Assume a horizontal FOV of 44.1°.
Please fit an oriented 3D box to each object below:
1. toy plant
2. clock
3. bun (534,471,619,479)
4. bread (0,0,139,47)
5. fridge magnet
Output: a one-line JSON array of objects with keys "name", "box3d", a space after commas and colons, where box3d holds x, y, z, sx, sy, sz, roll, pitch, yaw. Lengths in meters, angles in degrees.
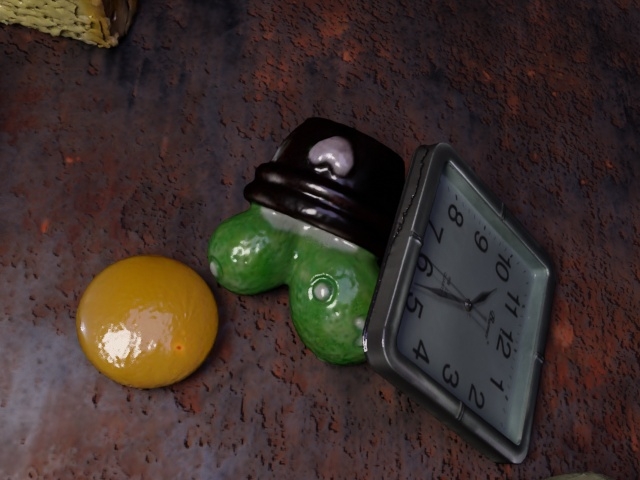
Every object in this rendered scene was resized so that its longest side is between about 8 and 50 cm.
[{"name": "toy plant", "box3d": [0.000, 0.000, 0.855, 0.218, 0.175, 0.235, 24, 87, 4]}, {"name": "clock", "box3d": [0.159, 0.069, 0.864, 0.279, 0.049, 0.273, 41, 54, -33]}, {"name": "bun", "box3d": [0.257, 0.349, 0.751, 0.273, 0.168, 0.273, 10, 54, -14]}, {"name": "bread", "box3d": [-0.313, -0.413, 0.903, 0.248, 0.279, 0.315, 7, 74, -6]}, {"name": "fridge magnet", "box3d": [-0.175, 0.082, 0.808, 0.143, 0.063, 0.143, 6, 64, -12]}]
